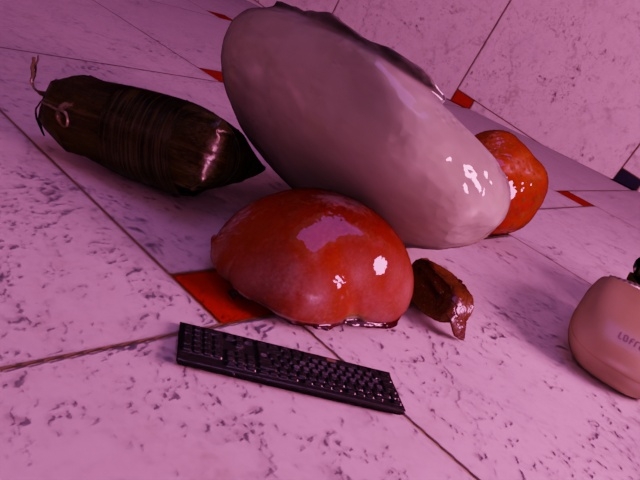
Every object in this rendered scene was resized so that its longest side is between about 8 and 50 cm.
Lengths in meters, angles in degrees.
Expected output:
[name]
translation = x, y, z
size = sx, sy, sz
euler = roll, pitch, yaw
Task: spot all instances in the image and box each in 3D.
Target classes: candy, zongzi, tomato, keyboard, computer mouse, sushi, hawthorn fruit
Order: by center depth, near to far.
[keyboard]
translation = -0.024, 0.108, 0.571
size = 0.198, 0.010, 0.064
euler = 16, 21, -15
[tomato]
translation = 0.000, 0.000, 0.716
size = 0.228, 0.112, 0.199
euler = 4, 26, -44
[sushi]
translation = 0.137, 0.060, 0.780
size = 0.055, 0.052, 0.120
euler = 29, 11, -38
[candy]
translation = 0.050, -0.118, 0.848
size = 0.386, 0.186, 0.427
euler = 37, -3, -34
[computer mouse]
translation = 0.395, 0.110, 0.849
size = 0.145, 0.082, 0.236
euler = 33, 31, 23
[zongzi]
translation = -0.208, -0.128, 0.854
size = 0.247, 0.111, 0.241
euler = 19, 3, 8
[hawthorn fruit]
translation = 0.275, -0.092, 1.114
size = 0.189, 0.189, 0.189
euler = 19, 22, -8

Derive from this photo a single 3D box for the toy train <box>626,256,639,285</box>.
[toy train]
translation = 0.547, 0.102, 0.971
size = 0.225, 0.137, 0.090
euler = 21, 22, 8
